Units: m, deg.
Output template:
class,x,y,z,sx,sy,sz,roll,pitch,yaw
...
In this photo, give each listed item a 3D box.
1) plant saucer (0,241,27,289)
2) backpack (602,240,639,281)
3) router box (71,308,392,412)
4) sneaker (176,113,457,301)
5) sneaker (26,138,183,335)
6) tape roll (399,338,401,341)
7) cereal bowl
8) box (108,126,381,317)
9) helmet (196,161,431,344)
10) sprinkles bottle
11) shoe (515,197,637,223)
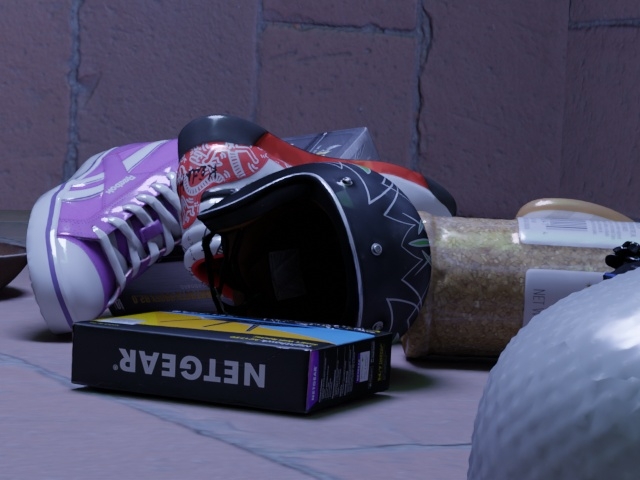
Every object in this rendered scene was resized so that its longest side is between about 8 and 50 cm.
class,x,y,z,sx,sy,sz,roll,pitch,yaw
plant saucer,-0.439,0.024,1.858,0.311,0.050,0.310,2,3,0
backpack,0.268,0.064,1.186,0.173,0.116,0.158,2,3,1
router box,-0.058,0.079,1.272,0.179,0.046,0.133,4,4,24
sneaker,-0.001,0.000,1.573,0.270,0.145,0.090,17,-33,-31
sneaker,-0.146,-0.022,1.605,0.161,0.102,0.282,-11,26,17
tape roll,0.139,0.046,1.793,0.392,0.072,0.392,2,4,0
cereal bowl,0.241,0.072,0.875,0.339,0.141,0.339,4,3,0
box,-0.071,-0.017,1.720,0.183,0.056,0.231,-5,29,34
helmet,0.002,0.018,1.394,0.162,0.169,0.169,-13,1,9
sprinkles bottle,0.244,0.043,1.501,0.355,0.121,0.121,3,3,1
shoe,0.260,0.033,1.584,0.219,0.058,0.076,28,-44,-10
